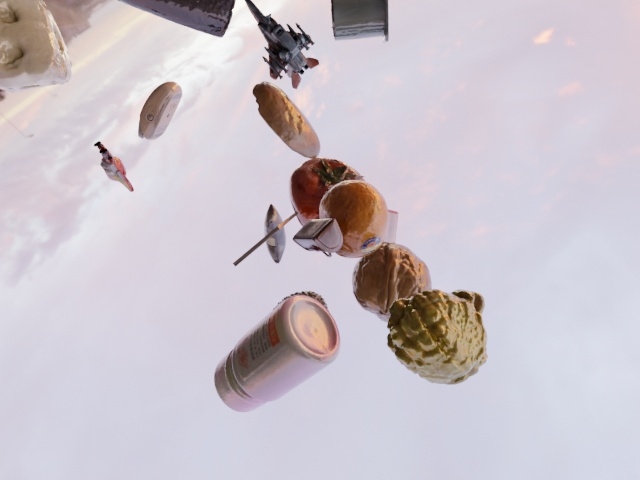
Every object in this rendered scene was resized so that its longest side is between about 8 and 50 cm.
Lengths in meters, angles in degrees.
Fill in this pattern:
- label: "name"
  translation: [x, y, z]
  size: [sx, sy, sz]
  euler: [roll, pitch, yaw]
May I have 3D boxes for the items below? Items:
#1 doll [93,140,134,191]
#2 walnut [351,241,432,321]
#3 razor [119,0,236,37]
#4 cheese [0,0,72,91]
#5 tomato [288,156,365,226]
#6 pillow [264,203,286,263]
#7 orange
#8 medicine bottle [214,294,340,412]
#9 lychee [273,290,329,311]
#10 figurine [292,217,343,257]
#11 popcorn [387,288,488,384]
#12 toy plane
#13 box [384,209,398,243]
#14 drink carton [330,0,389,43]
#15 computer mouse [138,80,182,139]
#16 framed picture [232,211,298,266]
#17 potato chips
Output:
- label: "doll"
  translation: [-0.595, -0.217, 1.173]
  size: [0.109, 0.169, 0.057]
  euler: [41, -118, 13]
- label: "walnut"
  translation: [0.255, 0.154, 1.477]
  size: [0.252, 0.277, 0.313]
  euler: [-50, -169, 35]
- label: "razor"
  translation: [-0.374, -0.649, 1.016]
  size: [0.107, 0.326, 0.189]
  euler: [-143, -112, -67]
- label: "cheese"
  translation: [-0.708, -0.468, 0.976]
  size: [0.173, 0.252, 0.248]
  euler: [-18, -171, -21]
- label: "tomato"
  translation: [0.026, -0.193, 1.758]
  size: [0.341, 0.273, 0.342]
  euler: [3, -130, -4]
- label: "pillow"
  translation: [-0.225, -0.036, 2.012]
  size: [0.105, 0.250, 0.186]
  euler: [-6, -145, -5]
- label: "orange"
  translation: [0.094, -0.060, 1.144]
  size: [0.193, 0.219, 0.219]
  euler: [-26, -147, -22]
- label: "medicine bottle"
  translation: [-0.137, 0.348, 1.218]
  size: [0.388, 0.219, 0.219]
  euler: [-44, -151, 31]
- label: "lychee"
  translation: [-0.074, 0.328, 1.591]
  size: [0.255, 0.255, 0.274]
  euler: [20, -102, 47]
- label: "figurine"
  translation: [-0.001, 0.001, 1.065]
  size: [0.082, 0.098, 0.154]
  euler: [-49, -159, -21]
- label: "popcorn"
  translation: [0.301, 0.236, 1.003]
  size: [0.173, 0.285, 0.225]
  euler: [-36, -121, 52]
- label: "toy plane"
  translation: [-0.143, -0.684, 1.374]
  size: [0.223, 0.326, 0.104]
  euler: [-52, -146, -15]
- label: "box"
  translation: [0.249, -0.047, 1.718]
  size: [0.099, 0.133, 0.182]
  euler: [5, -91, 39]
- label: "drink carton"
  translation: [0.137, -0.770, 1.394]
  size: [0.189, 0.191, 0.185]
  euler: [-1, -155, 10]
- label: "computer mouse"
  translation: [-0.588, -0.475, 1.488]
  size: [0.236, 0.082, 0.145]
  euler: [-52, -169, 24]
- label: "framed picture"
  translation: [-0.210, -0.008, 1.589]
  size: [0.265, 0.018, 0.192]
  euler: [-38, -176, 28]
- label: "potato chips"
  translation: [-0.063, -0.264, 0.887]
  size: [0.049, 0.201, 0.150]
  euler: [-34, -156, 26]
